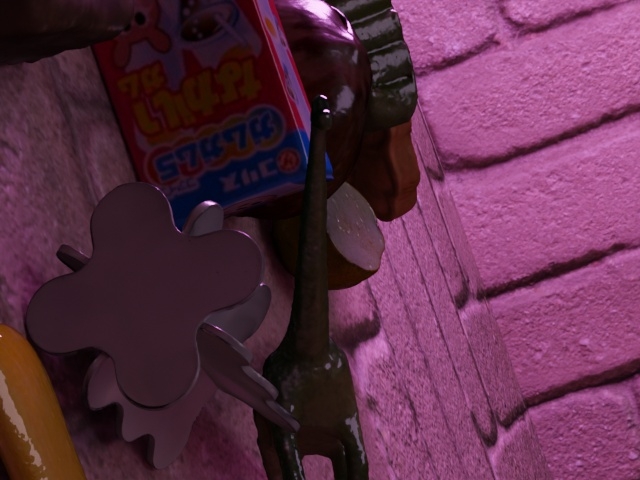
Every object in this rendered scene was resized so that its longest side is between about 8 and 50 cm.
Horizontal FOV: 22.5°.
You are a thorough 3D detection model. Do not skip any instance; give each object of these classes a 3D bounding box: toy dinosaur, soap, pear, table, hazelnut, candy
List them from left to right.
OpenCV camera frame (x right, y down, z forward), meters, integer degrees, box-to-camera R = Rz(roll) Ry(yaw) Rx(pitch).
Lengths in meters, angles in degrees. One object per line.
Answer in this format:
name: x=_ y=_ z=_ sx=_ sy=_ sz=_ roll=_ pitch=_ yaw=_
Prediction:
candy: x=-0.216 y=-0.184 z=1.151 sx=0.234 sy=0.104 sz=0.102 roll=-32 pitch=107 yaw=-77
soap: x=-0.173 y=0.130 z=0.988 sx=0.089 sy=0.033 sz=0.168 roll=-28 pitch=98 yaw=-76
table: x=-0.098 y=0.073 z=1.158 sx=0.198 sy=0.166 sz=0.167 roll=63 pitch=11 yaw=-64
candy: x=-0.114 y=-0.172 z=1.448 sx=0.100 sy=0.157 sz=0.306 roll=-7 pitch=78 yaw=-77
hazelnut: x=-0.036 y=-0.132 z=1.626 sx=0.218 sy=0.218 sz=0.234 roll=54 pitch=18 yaw=-53
toy dinosaur: x=-0.023 y=0.081 z=1.343 sx=0.447 sy=0.087 sz=0.301 roll=134 pitch=-54 yaw=-74
pear: x=0.000 y=0.000 z=1.822 sx=0.141 sy=0.104 sz=0.141 roll=34 pitch=37 yaw=-30

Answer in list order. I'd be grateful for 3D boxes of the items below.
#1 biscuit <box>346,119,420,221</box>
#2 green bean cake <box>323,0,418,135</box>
biscuit: x=0.020 y=-0.173 z=2.010 sx=0.312 sy=0.057 sz=0.351 roll=45 pitch=-25 yaw=48
green bean cake: x=-0.008 y=-0.212 z=1.811 sx=0.248 sy=0.125 sz=0.222 roll=-2 pitch=-69 yaw=57
